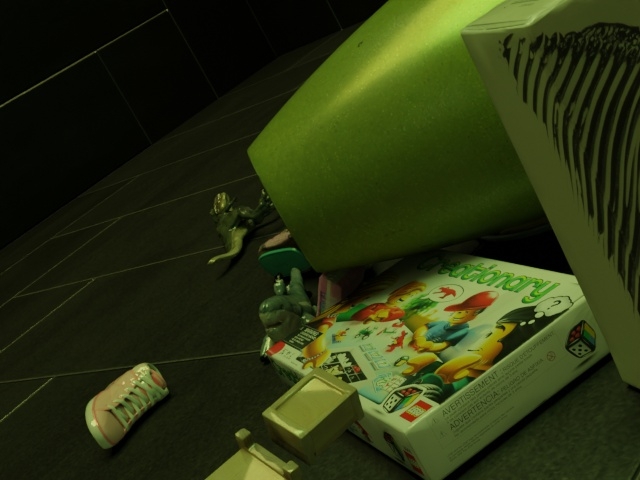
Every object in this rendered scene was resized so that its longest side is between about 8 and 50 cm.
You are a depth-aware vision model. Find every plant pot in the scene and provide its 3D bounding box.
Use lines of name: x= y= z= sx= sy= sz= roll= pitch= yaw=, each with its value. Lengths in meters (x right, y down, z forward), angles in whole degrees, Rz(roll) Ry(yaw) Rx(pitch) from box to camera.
plant pot: x=0.090 y=-0.099 z=0.989 sx=0.293 sy=0.275 sz=0.275 roll=-30 pitch=15 yaw=1

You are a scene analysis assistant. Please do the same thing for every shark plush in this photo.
shark plush: x=-0.029 y=0.063 z=1.143 sx=0.073 sy=0.067 sz=0.161 roll=-21 pitch=17 yaw=27

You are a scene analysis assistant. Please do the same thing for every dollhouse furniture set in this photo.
dollhouse furniture set: x=-0.001 y=0.202 z=0.683 sx=0.182 sy=0.101 sz=0.161 roll=-37 pitch=42 yaw=-28

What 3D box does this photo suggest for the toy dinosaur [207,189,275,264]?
toy dinosaur: x=-0.118 y=-0.030 z=1.622 sx=0.118 sy=0.064 sz=0.268 roll=-35 pitch=17 yaw=6

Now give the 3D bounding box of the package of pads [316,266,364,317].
package of pads: x=0.020 y=0.057 z=1.053 sx=0.032 sy=0.083 sz=0.050 roll=25 pitch=44 yaw=24

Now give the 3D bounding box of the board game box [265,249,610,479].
board game box: x=0.089 y=0.088 z=0.884 sx=0.193 sy=0.053 sz=0.305 roll=-33 pitch=16 yaw=-16

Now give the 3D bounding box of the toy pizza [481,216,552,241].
toy pizza: x=0.245 y=-0.063 z=1.121 sx=0.201 sy=0.032 sz=0.201 roll=-27 pitch=16 yaw=8

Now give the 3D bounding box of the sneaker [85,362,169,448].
sneaker: x=-0.207 y=0.173 z=1.146 sx=0.070 sy=0.051 sz=0.134 roll=-32 pitch=11 yaw=11

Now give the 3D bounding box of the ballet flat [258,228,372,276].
ballet flat: x=0.000 y=0.000 z=1.270 sx=0.079 sy=0.077 sz=0.221 roll=-56 pitch=22 yaw=-22

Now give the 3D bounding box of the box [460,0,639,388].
box: x=0.203 y=-0.037 z=0.660 sx=0.113 sy=0.275 sz=0.094 roll=-33 pitch=16 yaw=-11
